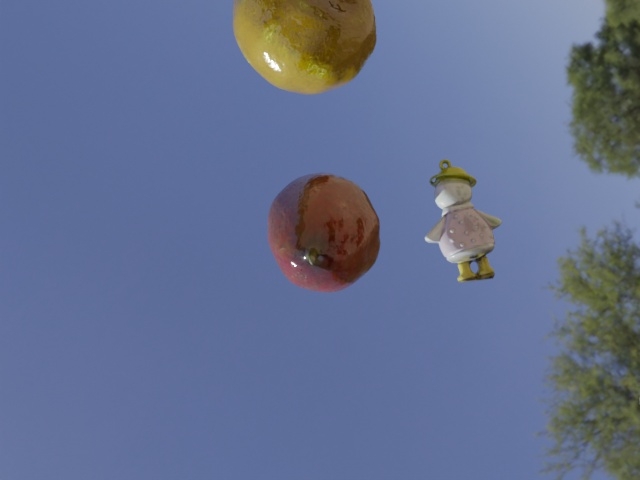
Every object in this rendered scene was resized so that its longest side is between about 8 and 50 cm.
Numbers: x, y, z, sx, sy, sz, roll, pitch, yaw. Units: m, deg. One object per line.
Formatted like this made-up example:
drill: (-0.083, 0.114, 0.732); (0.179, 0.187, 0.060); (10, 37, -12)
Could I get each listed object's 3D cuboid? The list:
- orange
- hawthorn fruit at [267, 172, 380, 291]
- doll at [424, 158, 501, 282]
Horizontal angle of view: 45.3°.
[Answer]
orange: (-0.026, -0.408, 1.420); (0.279, 0.235, 0.279); (15, -125, -22)
hawthorn fruit: (0.000, 0.000, 1.232); (0.199, 0.199, 0.251); (42, -161, -6)
doll: (0.225, -0.034, 1.230); (0.129, 0.081, 0.207); (-12, -102, -7)
